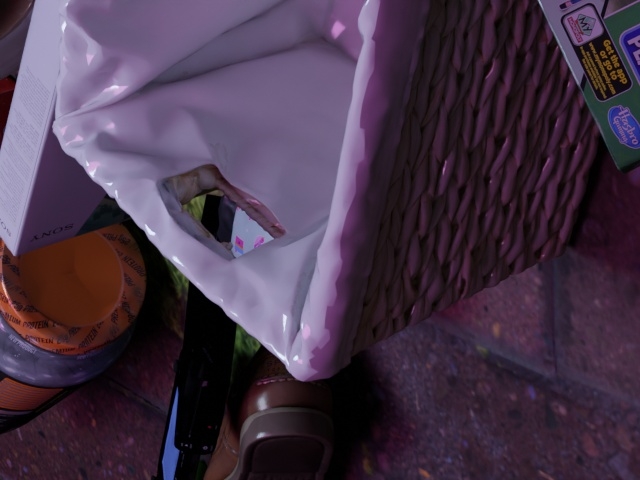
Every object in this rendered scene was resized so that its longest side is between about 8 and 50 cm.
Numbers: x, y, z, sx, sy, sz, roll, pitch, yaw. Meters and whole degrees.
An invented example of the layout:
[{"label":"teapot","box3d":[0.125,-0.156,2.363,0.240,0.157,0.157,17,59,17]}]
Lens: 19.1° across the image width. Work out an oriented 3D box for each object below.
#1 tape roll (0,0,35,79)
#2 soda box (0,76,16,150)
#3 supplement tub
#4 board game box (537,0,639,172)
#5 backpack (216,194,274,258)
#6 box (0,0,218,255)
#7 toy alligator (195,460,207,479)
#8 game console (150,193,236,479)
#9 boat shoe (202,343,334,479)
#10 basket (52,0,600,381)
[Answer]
[{"label":"tape roll","box3d":[-0.358,-0.276,1.775,0.169,0.246,0.246,48,142,28]},{"label":"soda box","box3d":[-0.429,-0.177,2.065,0.263,0.092,0.083,38,136,38]},{"label":"supplement tub","box3d":[-0.307,0.077,1.946,0.316,0.193,0.193,-33,81,55]},{"label":"board game box","box3d":[0.199,-0.227,1.079,0.213,0.046,0.317,-26,85,12]},{"label":"backpack","box3d":[0.000,0.000,1.543,0.182,0.115,0.152,40,134,32]},{"label":"box","box3d":[-0.139,-0.133,1.558,0.058,0.232,0.322,54,145,23]},{"label":"toy alligator","box3d":[-0.107,0.315,1.923,0.056,0.051,0.189,-23,89,57]},{"label":"game console","box3d":[-0.118,0.148,1.744,0.213,0.044,0.361,-89,9,-49]},{"label":"boat shoe","box3d":[-0.043,0.182,1.732,0.307,0.111,0.104,121,150,-59]},{"label":"basket","box3d":[0.012,-0.151,1.306,0.328,0.266,0.331,42,139,34]}]
